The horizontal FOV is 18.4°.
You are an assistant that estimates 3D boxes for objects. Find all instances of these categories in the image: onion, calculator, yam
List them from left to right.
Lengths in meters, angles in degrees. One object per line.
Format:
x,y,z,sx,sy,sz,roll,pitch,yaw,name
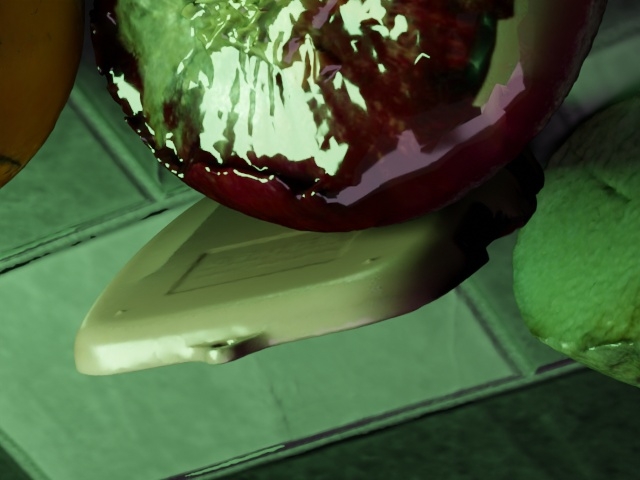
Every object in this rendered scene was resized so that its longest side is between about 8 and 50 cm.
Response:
0.000,0.000,1.013,0.220,0.329,0.048,-11,104,18,calculator
0.030,-0.137,0.946,0.272,0.272,0.195,-27,165,30,onion
0.272,0.034,1.087,0.304,0.168,0.168,21,133,-12,yam

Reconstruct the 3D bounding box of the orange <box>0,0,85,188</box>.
-0.240,-0.114,0.978,0.246,0.246,0.246,4,134,5,orange
